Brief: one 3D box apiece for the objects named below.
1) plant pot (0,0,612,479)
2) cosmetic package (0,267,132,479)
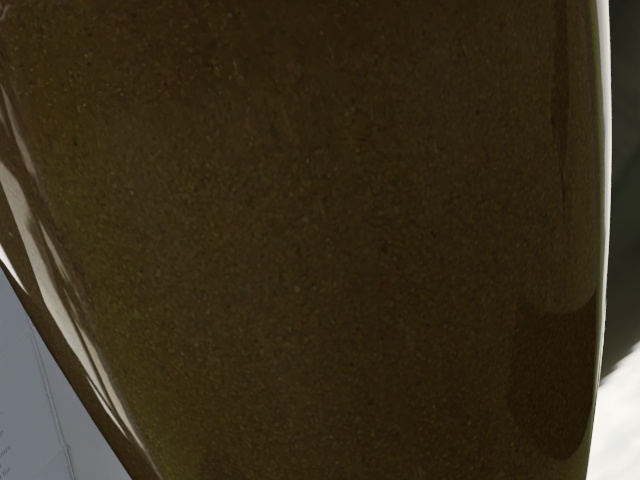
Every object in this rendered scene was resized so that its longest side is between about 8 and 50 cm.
[{"bbox_3d":[0.000,0.000,0.588,0.237,0.254,0.237,-14,14,4],"label":"plant pot"},{"bbox_3d":[-0.220,0.190,0.887,0.377,0.284,0.097,-42,-40,24],"label":"cosmetic package"}]
